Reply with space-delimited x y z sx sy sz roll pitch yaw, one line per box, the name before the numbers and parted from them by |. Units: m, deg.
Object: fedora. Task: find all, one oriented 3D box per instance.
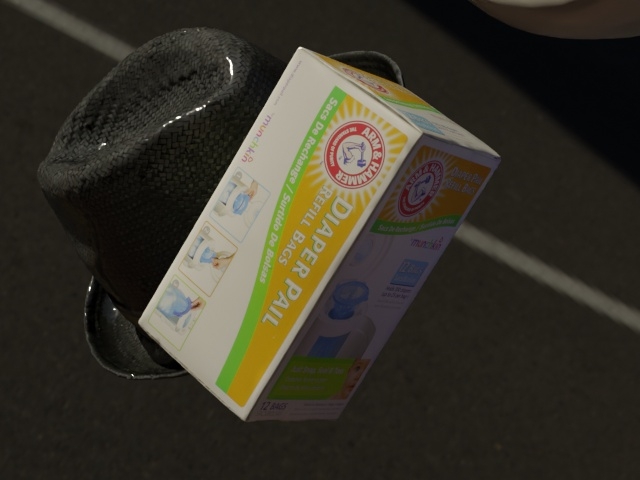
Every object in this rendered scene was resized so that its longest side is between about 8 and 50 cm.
fedora | -0.098 -0.056 1.035 0.152 0.334 0.334 42 23 -30

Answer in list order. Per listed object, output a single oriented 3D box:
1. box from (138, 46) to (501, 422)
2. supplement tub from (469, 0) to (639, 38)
box | 0.000 0.000 0.852 0.103 0.203 0.114 38 14 29
supplement tub | 0.200 -0.223 0.552 0.331 0.241 0.241 -18 55 -30
